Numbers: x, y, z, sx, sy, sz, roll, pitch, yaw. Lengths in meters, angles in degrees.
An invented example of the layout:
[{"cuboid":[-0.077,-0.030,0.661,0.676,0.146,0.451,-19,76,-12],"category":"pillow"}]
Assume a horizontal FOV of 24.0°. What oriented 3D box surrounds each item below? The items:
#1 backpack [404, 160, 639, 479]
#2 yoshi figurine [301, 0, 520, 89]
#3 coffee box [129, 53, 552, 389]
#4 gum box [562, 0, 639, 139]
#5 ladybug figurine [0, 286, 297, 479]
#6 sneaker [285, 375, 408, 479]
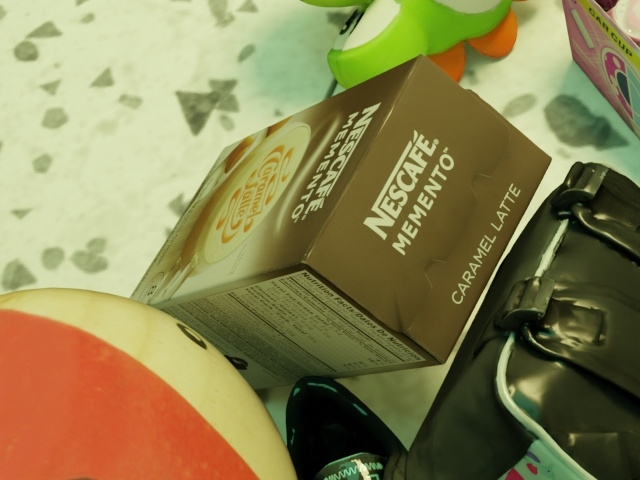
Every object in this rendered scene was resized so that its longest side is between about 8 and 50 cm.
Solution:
[{"cuboid":[0.179,0.114,0.736,0.253,0.191,0.225,30,42,2],"category":"backpack"},{"cuboid":[0.088,-0.275,1.016,0.203,0.203,0.362,35,91,21],"category":"yoshi figurine"},{"cuboid":[0.000,0.000,0.868,0.246,0.098,0.141,-18,39,59],"category":"coffee box"},{"cuboid":[0.220,-0.112,0.950,0.062,0.107,0.188,-29,53,-3],"category":"gum box"},{"cuboid":[-0.180,0.178,0.682,0.305,0.162,0.449,9,43,23],"category":"ladybug figurine"},{"cuboid":[0.025,0.180,0.780,0.101,0.106,0.267,-20,37,-3],"category":"sneaker"}]
